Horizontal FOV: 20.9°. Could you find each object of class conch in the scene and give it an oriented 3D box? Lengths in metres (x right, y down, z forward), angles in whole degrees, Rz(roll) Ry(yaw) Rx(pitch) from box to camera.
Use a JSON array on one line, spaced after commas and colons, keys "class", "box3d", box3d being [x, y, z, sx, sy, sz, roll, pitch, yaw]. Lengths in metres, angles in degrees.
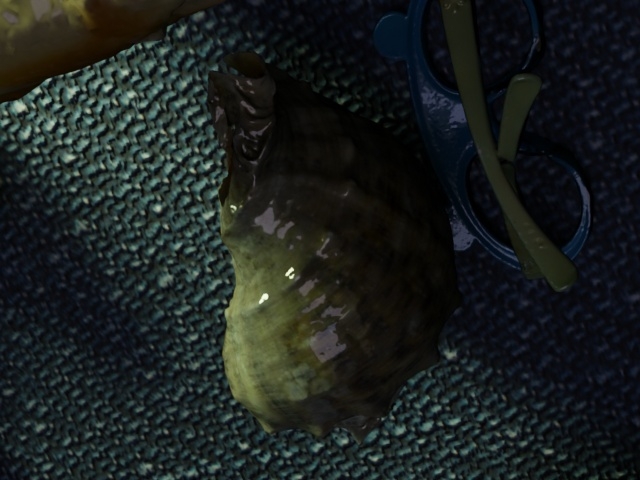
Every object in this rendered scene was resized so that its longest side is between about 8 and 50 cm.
[{"class": "conch", "box3d": [0.016, 0.003, 1.157, 0.159, 0.210, 0.291, 3, 123, 14]}]

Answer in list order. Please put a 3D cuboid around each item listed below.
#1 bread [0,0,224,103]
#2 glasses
[{"class": "bread", "box3d": [-0.158, -0.250, 0.975, 0.390, 0.371, 0.279, -22, 111, 25]}, {"class": "glasses", "box3d": [0.137, -0.060, 1.128, 0.102, 0.207, 0.239, -24, 116, -12]}]
